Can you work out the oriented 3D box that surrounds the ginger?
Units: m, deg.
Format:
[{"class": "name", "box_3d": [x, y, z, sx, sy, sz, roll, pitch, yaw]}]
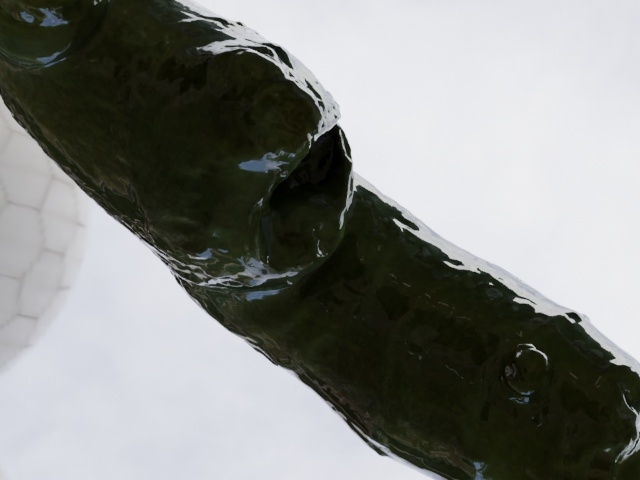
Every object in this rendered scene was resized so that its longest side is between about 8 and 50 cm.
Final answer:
[{"class": "ginger", "box_3d": [-0.005, -0.002, 0.480, 0.290, 0.137, 0.089, 46, -121, -7]}]
